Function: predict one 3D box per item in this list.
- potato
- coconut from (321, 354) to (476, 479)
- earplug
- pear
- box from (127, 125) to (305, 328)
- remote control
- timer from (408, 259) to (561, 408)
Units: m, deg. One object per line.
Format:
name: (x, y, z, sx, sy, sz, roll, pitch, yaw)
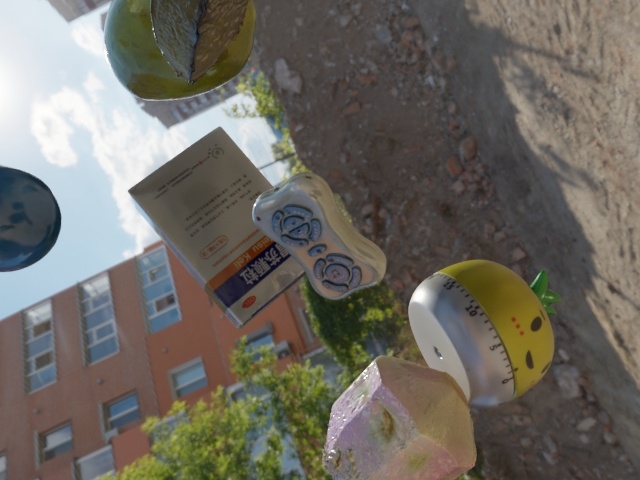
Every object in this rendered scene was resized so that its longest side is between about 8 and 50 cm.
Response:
potato: (-0.139, -0.274, 0.623, 0.089, 0.101, 0.172, 38, 149, 2)
coconut: (0.138, 0.316, 0.933, 0.233, 0.245, 0.233, 35, -159, -15)
earplug: (-0.390, -0.036, 0.595, 0.132, 0.272, 0.132, -38, -46, -54)
pear: (-0.262, -0.387, 1.040, 0.252, 0.307, 0.253, 17, -117, -37)
box: (-0.162, -0.022, 0.990, 0.299, 0.200, 0.106, 49, 162, 4)
remote control: (0.000, 0.000, 0.478, 0.122, 0.074, 0.032, 48, -146, -22)
timer: (0.327, 0.147, 1.032, 0.285, 0.285, 0.285, -25, -90, -87)
